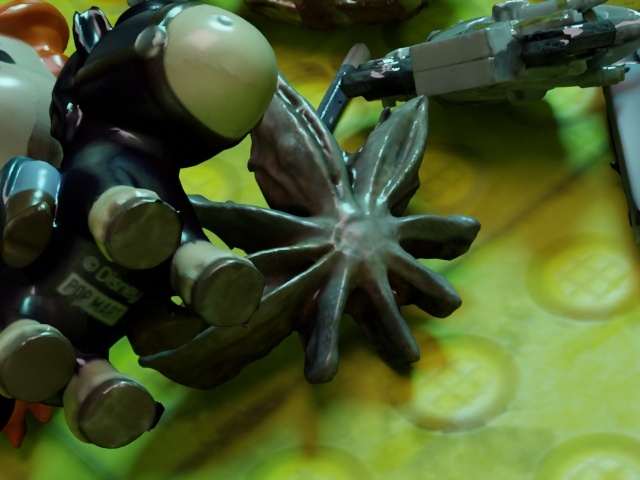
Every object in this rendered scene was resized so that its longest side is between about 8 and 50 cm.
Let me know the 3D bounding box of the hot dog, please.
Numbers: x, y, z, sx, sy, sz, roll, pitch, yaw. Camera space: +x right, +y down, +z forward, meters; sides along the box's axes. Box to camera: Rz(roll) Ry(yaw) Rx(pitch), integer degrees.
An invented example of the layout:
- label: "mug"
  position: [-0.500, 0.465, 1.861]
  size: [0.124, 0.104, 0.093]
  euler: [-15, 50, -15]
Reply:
- label: "hot dog"
  position: [0.032, -0.218, 1.495]
  size: [0.213, 0.103, 0.146]
  euler: [-8, 38, 30]

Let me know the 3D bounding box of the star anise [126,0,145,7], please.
- label: "star anise"
  position: [-0.119, -0.266, 1.569]
  size: [0.171, 0.063, 0.208]
  euler: [-16, 37, 36]

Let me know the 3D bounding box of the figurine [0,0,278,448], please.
- label: "figurine"
  position: [-0.181, -0.023, 1.169]
  size: [0.411, 0.241, 0.306]
  euler: [-5, 72, 52]

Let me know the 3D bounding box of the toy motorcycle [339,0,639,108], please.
- label: "toy motorcycle"
  position: [0.133, -0.133, 1.368]
  size: [0.225, 0.073, 0.152]
  euler: [-8, 4, 39]

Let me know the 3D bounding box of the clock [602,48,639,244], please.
- label: "clock"
  position: [0.325, -0.084, 1.307]
  size: [0.253, 0.083, 0.186]
  euler: [-6, 43, 4]

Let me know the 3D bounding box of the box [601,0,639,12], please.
- label: "box"
  position: [0.278, -0.173, 1.390]
  size: [0.155, 0.087, 0.023]
  euler: [-8, 76, 22]

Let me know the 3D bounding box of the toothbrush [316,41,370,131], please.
- label: "toothbrush"
  position: [-0.017, -0.050, 1.381]
  size: [0.026, 0.024, 0.288]
  euler: [-2, 42, 29]

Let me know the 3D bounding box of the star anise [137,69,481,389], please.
- label: "star anise"
  position: [0.002, -0.004, 1.262]
  size: [0.198, 0.110, 0.258]
  euler: [16, 60, -8]
